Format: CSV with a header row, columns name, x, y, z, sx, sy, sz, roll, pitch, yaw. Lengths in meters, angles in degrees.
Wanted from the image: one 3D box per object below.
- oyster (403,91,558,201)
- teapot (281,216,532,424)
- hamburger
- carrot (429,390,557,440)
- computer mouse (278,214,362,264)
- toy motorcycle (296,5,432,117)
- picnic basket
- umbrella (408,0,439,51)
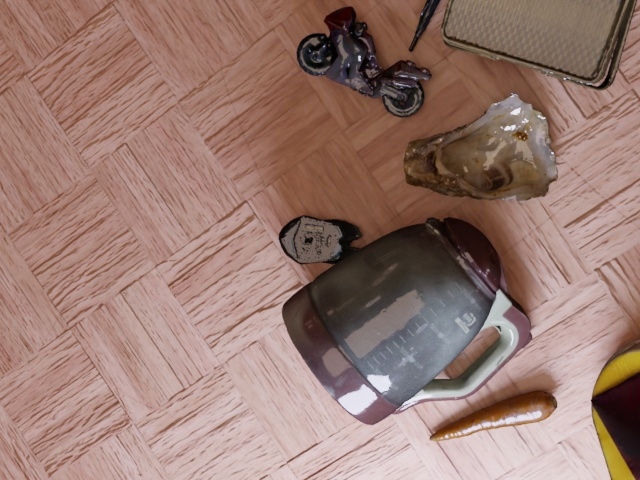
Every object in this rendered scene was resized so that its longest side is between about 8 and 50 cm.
name,x,y,z,sx,sy,sz,roll,pitch,yaw
oyster,0.236,-0.127,1.626,0.233,0.107,0.161,-12,89,-3
teapot,0.156,0.125,1.626,0.312,0.233,0.315,-37,117,11
hamburger,0.515,0.283,1.556,0.227,0.151,0.295,-21,79,35
carrot,0.269,0.283,1.694,0.216,0.048,0.048,-20,92,21
computer mouse,0.000,0.000,1.721,0.135,0.047,0.079,3,92,3
toy motorcycle,0.074,-0.279,1.648,0.213,0.082,0.122,27,114,1
picnic basket,0.314,-0.327,1.547,0.267,0.139,0.165,19,102,11
umbrella,0.188,-0.413,1.620,0.044,0.044,0.269,38,106,38
